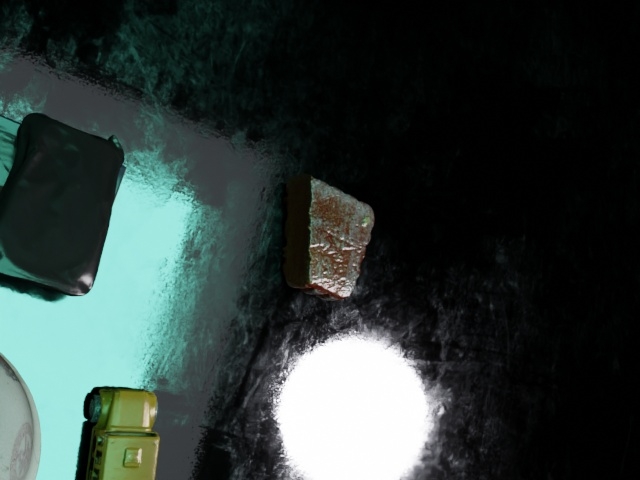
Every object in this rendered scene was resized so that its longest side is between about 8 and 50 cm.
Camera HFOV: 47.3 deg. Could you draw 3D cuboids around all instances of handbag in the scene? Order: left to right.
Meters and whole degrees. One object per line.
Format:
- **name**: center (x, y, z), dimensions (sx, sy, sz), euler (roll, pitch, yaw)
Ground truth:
- **handbag**: center (-0.457, -0.070, 1.272), dimensions (0.191, 0.075, 0.332), euler (22, 57, -29)

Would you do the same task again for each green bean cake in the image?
- **green bean cake**: center (0.000, 0.000, 1.553), dimensions (0.198, 0.097, 0.233), euler (21, 74, -26)

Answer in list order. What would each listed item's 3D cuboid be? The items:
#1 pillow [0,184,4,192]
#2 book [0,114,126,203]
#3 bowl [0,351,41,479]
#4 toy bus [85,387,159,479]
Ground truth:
- **pillow**: center (-0.563, -0.037, 1.260), dimensions (0.232, 0.043, 0.126), euler (25, 71, -24)
- **book**: center (-0.512, -0.100, 1.333), dimensions (0.269, 0.025, 0.191), euler (23, 74, -24)
- **bowl**: center (-0.600, 0.270, 1.055), dimensions (0.434, 0.196, 0.435), euler (20, 49, -25)
- **toy bus**: center (-0.357, 0.436, 1.295), dimensions (0.121, 0.123, 0.336), euler (10, 79, -27)
